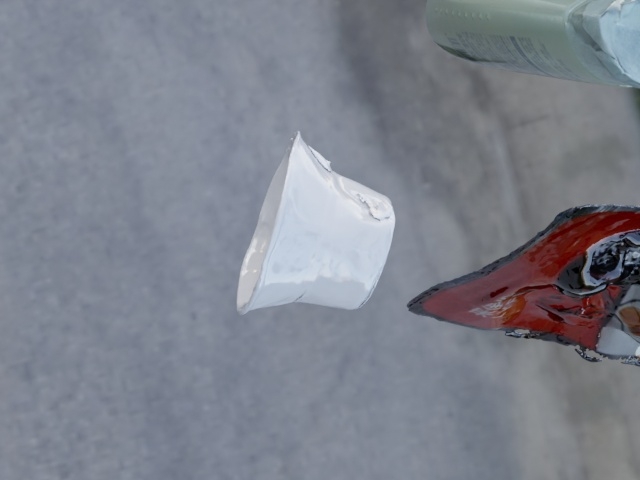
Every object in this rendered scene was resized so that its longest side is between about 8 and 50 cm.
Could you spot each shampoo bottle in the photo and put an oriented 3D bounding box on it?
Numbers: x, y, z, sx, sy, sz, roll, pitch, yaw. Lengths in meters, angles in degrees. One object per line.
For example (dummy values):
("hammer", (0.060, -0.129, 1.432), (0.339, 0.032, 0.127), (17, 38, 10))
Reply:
("shampoo bottle", (0.126, -0.119, 0.901), (0.072, 0.212, 0.049), (38, 85, -26))

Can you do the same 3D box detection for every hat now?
("hat", (0.000, 0.000, 1.599), (0.126, 0.203, 0.203), (20, 48, -7))

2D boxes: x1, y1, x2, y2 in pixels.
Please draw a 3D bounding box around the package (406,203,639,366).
("package", (0.211, 0.035, 1.003), (0.269, 0.194, 0.071), (17, 53, -21))
